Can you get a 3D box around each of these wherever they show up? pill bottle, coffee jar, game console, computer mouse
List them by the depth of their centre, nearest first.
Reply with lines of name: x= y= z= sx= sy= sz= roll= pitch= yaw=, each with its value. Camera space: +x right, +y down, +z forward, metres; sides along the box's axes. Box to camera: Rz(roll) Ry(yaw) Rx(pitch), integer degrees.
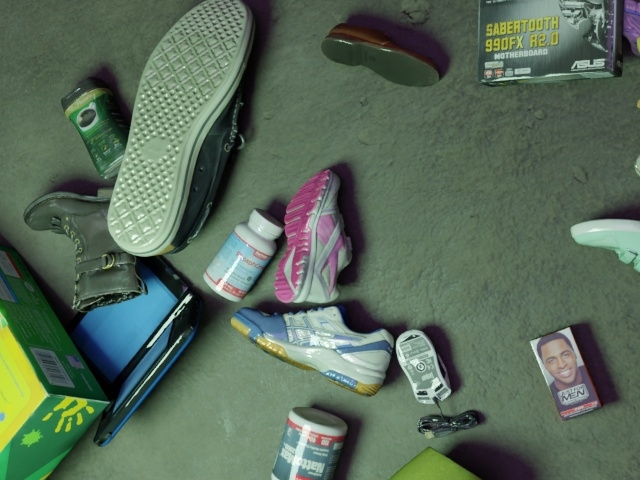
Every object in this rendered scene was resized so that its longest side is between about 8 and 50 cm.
computer mouse: x=0.192 y=0.242 z=1.646 sx=0.106 sy=0.042 sz=0.193 roll=-21 pitch=89 yaw=21
pill bottle: x=-0.026 y=0.394 z=1.678 sx=0.108 sy=0.108 sz=0.180 roll=17 pitch=95 yaw=17
pill bottle: x=-0.135 y=0.024 z=1.727 sx=0.087 sy=0.087 sz=0.160 roll=37 pitch=101 yaw=15
game console: x=-0.369 y=0.184 z=1.763 sx=0.173 sy=0.250 sz=0.293 roll=36 pitch=101 yaw=-12
coffee jar: x=-0.416 y=-0.216 z=1.824 sx=0.096 sy=0.079 sz=0.184 roll=-33 pitch=81 yaw=18

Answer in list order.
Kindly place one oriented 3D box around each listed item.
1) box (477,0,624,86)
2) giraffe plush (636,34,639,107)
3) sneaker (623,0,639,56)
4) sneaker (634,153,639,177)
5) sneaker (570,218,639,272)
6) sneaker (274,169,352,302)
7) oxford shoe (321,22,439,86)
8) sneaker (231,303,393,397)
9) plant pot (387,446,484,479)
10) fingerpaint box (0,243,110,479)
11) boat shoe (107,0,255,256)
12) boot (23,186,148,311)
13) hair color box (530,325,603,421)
box: x=0.372 y=-0.350 z=1.555 sx=0.231 sy=0.056 sz=0.183 roll=2 pitch=91 yaw=33
giraffe plush: x=0.580 y=-0.223 z=1.469 sx=0.181 sy=0.170 sz=0.210 roll=6 pitch=71 yaw=25
sneaker: x=0.541 y=-0.331 z=1.532 sx=0.191 sy=0.071 sz=0.082 roll=19 pitch=101 yaw=25
sneaker: x=0.587 y=-0.101 z=1.499 sx=0.186 sy=0.084 sz=0.069 roll=11 pitch=93 yaw=18
sneaker: x=0.516 y=0.052 z=1.511 sx=0.256 sy=0.094 sz=0.151 roll=11 pitch=87 yaw=15
sneaker: x=0.000 y=0.000 z=1.686 sx=0.103 sy=0.111 sz=0.252 roll=-8 pitch=65 yaw=56
oxford shoe: x=0.113 y=-0.332 z=1.666 sx=0.212 sy=0.076 sz=0.076 roll=22 pitch=56 yaw=7
sneaker: x=-0.011 y=0.165 z=1.692 sx=0.297 sy=0.112 sz=0.131 roll=22 pitch=78 yaw=15
plant pot: x=0.160 y=0.497 z=1.556 sx=0.275 sy=0.275 sz=0.293 roll=31 pitch=83 yaw=16
fingerpaint box: x=-0.646 y=0.270 z=1.786 sx=0.371 sy=0.163 sz=0.445 roll=-50 pitch=56 yaw=11
boat shoe: x=-0.237 y=-0.202 z=1.734 sx=0.187 sy=0.156 sz=0.500 roll=14 pitch=82 yaw=22
boot: x=-0.445 y=0.023 z=1.789 sx=0.263 sy=0.091 sz=0.228 roll=-9 pitch=66 yaw=16
hair color box: x=0.405 y=0.219 z=1.575 sx=0.072 sy=0.043 sz=0.141 roll=-24 pitch=82 yaw=17
